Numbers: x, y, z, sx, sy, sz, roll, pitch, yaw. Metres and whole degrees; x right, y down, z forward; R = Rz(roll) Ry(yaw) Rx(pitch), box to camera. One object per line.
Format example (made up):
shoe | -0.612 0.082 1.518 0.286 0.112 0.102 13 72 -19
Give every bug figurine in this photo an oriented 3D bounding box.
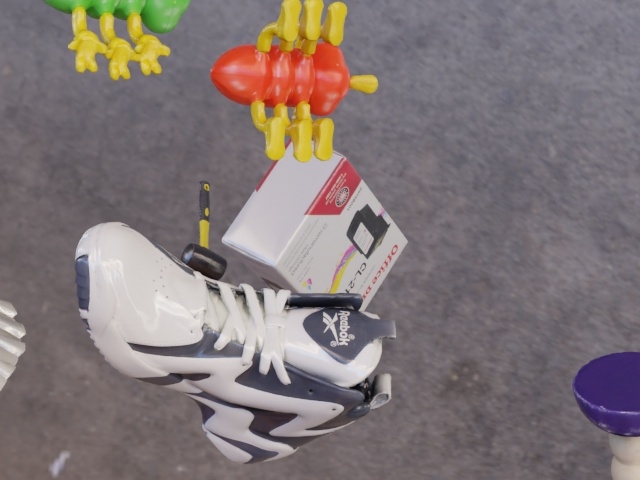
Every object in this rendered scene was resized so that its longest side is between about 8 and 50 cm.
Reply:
bug figurine | -0.047 -0.188 0.689 0.072 0.216 0.279 18 102 54

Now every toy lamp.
toy lamp | 0.209 0.205 0.835 0.080 0.080 0.275 16 124 40

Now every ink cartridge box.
ink cartridge box | 0.000 0.000 1.246 0.072 0.175 0.127 25 76 35

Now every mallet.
mallet | -0.162 -0.016 1.857 0.039 0.062 0.190 -43 26 31

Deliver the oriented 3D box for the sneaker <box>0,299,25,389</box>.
sneaker | -0.185 0.035 0.472 0.095 0.090 0.235 -59 37 0

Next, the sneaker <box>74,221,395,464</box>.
sneaker | -0.036 0.054 0.808 0.153 0.235 0.094 -18 39 22
